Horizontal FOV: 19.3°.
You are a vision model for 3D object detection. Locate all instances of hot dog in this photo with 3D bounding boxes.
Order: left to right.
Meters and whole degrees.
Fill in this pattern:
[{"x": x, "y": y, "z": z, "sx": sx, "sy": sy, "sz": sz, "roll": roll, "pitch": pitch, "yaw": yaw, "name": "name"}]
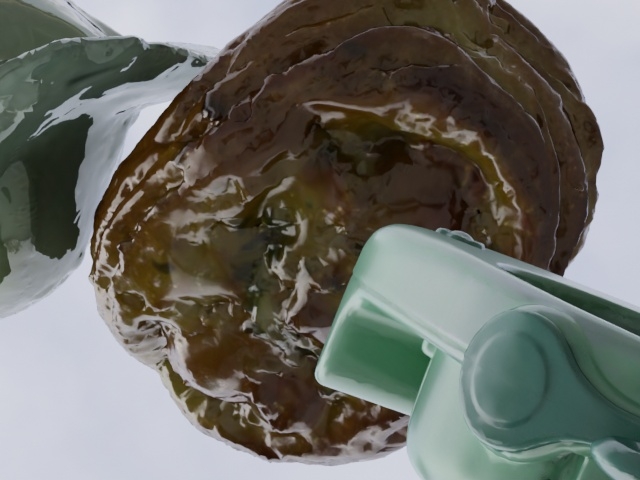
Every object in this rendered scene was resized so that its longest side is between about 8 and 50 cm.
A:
[{"x": 0.000, "y": 0.000, "z": 0.887, "sx": 0.196, "sy": 0.272, "sz": 0.122, "roll": 42, "pitch": -152, "yaw": -10, "name": "hot dog"}]

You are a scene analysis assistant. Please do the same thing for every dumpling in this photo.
[{"x": -0.200, "y": -0.054, "z": 0.999, "sx": 0.270, "sy": 0.320, "sz": 0.212, "roll": 18, "pitch": -80, "yaw": -55, "name": "dumpling"}]

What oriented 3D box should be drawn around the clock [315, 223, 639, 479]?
[{"x": 0.087, "y": 0.054, "z": 0.486, "sx": 0.148, "sy": 0.188, "sz": 0.060, "roll": 22, "pitch": -86, "yaw": -17, "name": "clock"}]
